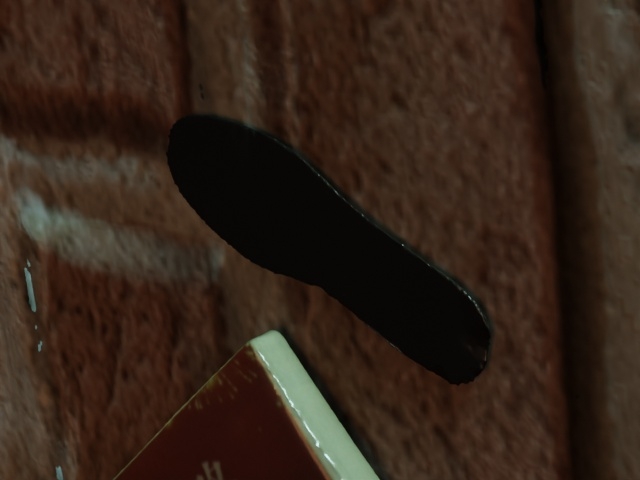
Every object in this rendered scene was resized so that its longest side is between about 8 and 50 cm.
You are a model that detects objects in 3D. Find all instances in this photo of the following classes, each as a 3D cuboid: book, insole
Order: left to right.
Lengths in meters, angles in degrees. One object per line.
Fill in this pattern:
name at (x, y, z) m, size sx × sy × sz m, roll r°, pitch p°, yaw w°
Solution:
insole at (0.000, 0.000, 0.831) m, size 0.188 × 0.004 × 0.064 m, roll 35°, pitch 130°, yaw 28°
book at (0.017, 0.255, 0.915) m, size 0.374 × 0.028 × 0.262 m, roll 54°, pitch 138°, yaw 11°
